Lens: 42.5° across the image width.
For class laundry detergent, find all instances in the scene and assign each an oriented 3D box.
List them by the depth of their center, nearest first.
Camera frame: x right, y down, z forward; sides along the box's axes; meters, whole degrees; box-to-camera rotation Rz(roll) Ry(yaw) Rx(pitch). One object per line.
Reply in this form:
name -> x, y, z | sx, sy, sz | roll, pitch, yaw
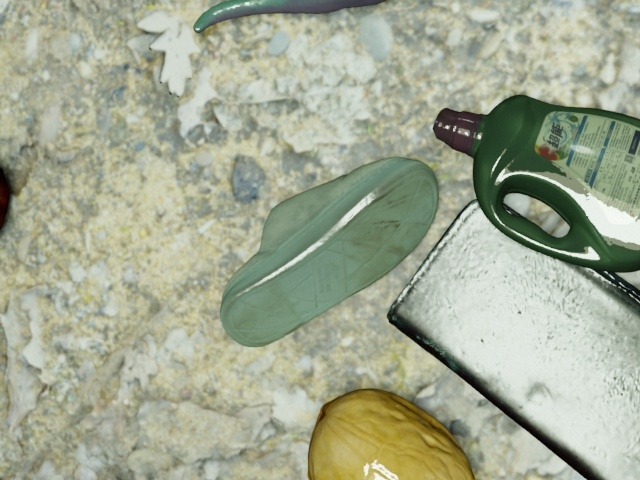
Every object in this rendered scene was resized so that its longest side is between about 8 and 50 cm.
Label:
laundry detergent -> 0.204, -0.061, 0.747 | 0.221, 0.078, 0.144 | 18, 82, 12

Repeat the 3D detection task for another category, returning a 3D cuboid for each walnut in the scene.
walnut -> 0.068, 0.223, 0.778 | 0.180, 0.144, 0.144 | 43, 104, 0

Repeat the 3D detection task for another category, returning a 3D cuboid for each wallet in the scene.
wallet -> 0.231, 0.105, 0.771 | 0.318, 0.045, 0.172 | 37, 97, 14

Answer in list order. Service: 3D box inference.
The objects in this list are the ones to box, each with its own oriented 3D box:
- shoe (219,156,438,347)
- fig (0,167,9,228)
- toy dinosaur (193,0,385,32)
shoe -> 0.000, 0.000, 0.812 | 0.251, 0.103, 0.100 | -38, 40, 2
fig -> -0.414, -0.050, 0.880 | 0.148, 0.202, 0.149 | 40, 68, -4
toy dinosaur -> 0.113, -0.273, 0.761 | 0.330, 0.129, 0.384 | 33, 103, 1
